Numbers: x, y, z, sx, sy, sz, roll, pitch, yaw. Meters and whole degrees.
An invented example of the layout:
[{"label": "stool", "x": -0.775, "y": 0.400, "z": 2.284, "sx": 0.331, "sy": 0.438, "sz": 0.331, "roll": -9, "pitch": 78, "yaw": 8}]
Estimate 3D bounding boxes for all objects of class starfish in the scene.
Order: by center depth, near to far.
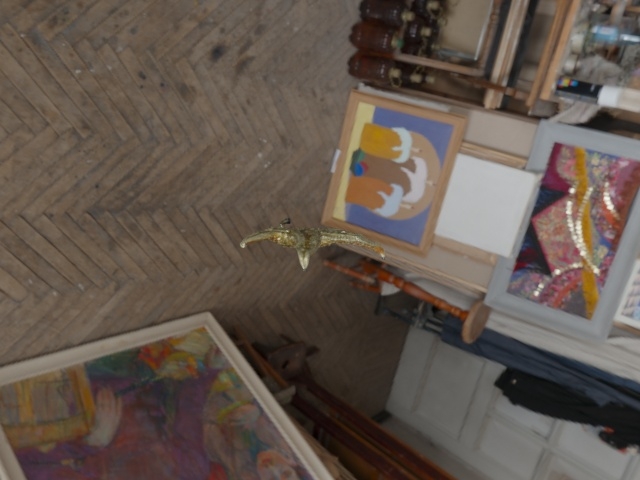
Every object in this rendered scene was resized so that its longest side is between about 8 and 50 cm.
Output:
[{"label": "starfish", "x": 0.002, "y": -0.002, "z": 0.853, "sx": 0.247, "sy": 0.138, "sz": 0.050, "roll": -9, "pitch": 110, "yaw": -53}]
